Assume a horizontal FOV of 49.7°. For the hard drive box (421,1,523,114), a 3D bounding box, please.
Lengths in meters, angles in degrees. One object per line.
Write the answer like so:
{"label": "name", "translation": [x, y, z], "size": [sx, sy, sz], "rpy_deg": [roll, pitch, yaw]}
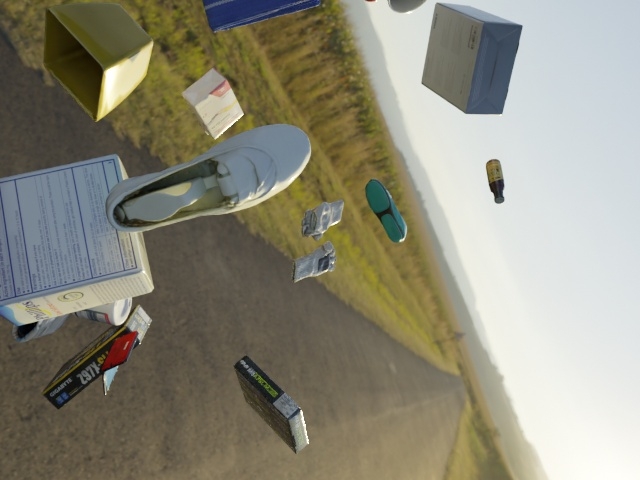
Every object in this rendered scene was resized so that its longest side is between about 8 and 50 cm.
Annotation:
{"label": "hard drive box", "translation": [0.305, -0.381, 1.432], "size": [0.232, 0.089, 0.181], "rpy_deg": [-119, -148, -58]}

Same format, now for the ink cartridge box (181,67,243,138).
{"label": "ink cartridge box", "translation": [-0.287, -0.362, 1.896], "size": [0.067, 0.115, 0.198], "rpy_deg": [44, -9, 25]}

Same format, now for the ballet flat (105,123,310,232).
{"label": "ballet flat", "translation": [-0.205, -0.096, 1.254], "size": [0.139, 0.400, 0.139], "rpy_deg": [-18, 90, -86]}

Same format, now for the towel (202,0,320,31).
{"label": "towel", "translation": [-0.134, -0.578, 1.277], "size": [0.040, 0.243, 0.336], "rpy_deg": [-27, 108, -67]}

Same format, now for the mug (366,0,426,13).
{"label": "mug", "translation": [0.153, -0.607, 1.539], "size": [0.169, 0.150, 0.113], "rpy_deg": [66, -33, 28]}

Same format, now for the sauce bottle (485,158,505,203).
{"label": "sauce bottle", "translation": [0.443, -0.148, 1.738], "size": [0.042, 0.042, 0.128], "rpy_deg": [61, 22, -48]}

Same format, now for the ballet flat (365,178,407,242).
{"label": "ballet flat", "translation": [0.230, -0.109, 2.420], "size": [0.247, 0.083, 0.087], "rpy_deg": [63, 27, -11]}

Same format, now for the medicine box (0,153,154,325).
{"label": "medicine box", "translation": [-0.513, -0.001, 1.393], "size": [0.149, 0.289, 0.264], "rpy_deg": [100, -26, -68]}

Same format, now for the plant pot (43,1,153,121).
{"label": "plant pot", "translation": [-0.544, -0.468, 1.729], "size": [0.212, 0.187, 0.212], "rpy_deg": [47, -35, 7]}

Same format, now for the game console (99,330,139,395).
{"label": "game console", "translation": [-0.551, 0.338, 1.912], "size": [0.085, 0.124, 0.144], "rpy_deg": [60, 14, -24]}

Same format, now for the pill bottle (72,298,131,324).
{"label": "pill bottle", "translation": [-0.618, 0.162, 1.878], "size": [0.108, 0.180, 0.108], "rpy_deg": [10, 90, -78]}

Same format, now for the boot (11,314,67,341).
{"label": "boot", "translation": [-0.644, 0.144, 1.663], "size": [0.095, 0.258, 0.123], "rpy_deg": [38, 20, 6]}

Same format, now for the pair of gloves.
{"label": "pair of gloves", "translation": [0.000, 0.000, 2.048], "size": [0.204, 0.042, 0.240], "rpy_deg": [-14, 120, -56]}

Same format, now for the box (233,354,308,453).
{"label": "box", "translation": [-0.110, 0.371, 1.557], "size": [0.190, 0.045, 0.184], "rpy_deg": [38, -25, 31]}

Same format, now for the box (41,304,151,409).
{"label": "box", "translation": [-0.682, 0.353, 2.134], "size": [0.079, 0.322, 0.257], "rpy_deg": [51, 1, -12]}
